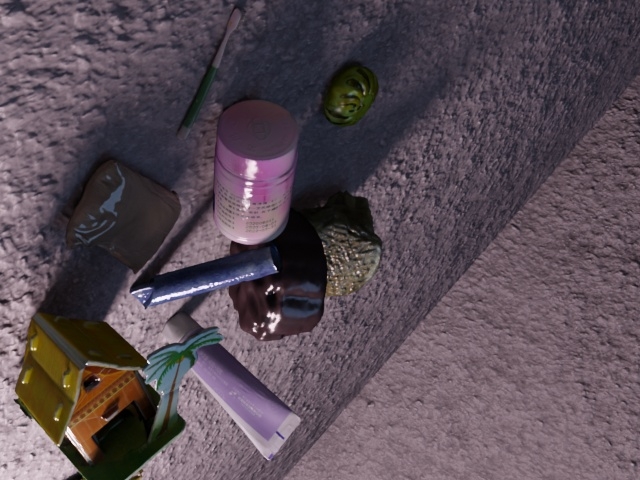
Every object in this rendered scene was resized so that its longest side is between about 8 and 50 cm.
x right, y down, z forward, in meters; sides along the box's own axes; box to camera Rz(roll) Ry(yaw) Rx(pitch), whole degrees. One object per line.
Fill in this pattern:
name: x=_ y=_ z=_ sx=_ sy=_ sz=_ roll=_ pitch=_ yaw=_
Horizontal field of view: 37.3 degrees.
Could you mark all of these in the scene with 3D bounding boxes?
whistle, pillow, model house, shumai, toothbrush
whistle: x=-0.226 y=0.071 z=1.863 sx=0.304 sy=0.062 sz=0.062 roll=-16 pitch=163 yaw=13
pillow: x=-0.335 y=-0.035 z=1.629 sx=0.173 sy=0.067 sz=0.270 roll=-54 pitch=159 yaw=2
model house: x=-0.383 y=0.198 z=1.691 sx=0.340 sy=0.300 sz=0.323 roll=-40 pitch=149 yaw=-20
shumai: x=0.000 y=0.000 z=2.229 sx=0.261 sy=0.222 sz=0.225 roll=-4 pitch=121 yaw=-15
toothbrush: x=-0.182 y=-0.272 z=1.568 sx=0.024 sy=0.018 sz=0.257 roll=-25 pitch=150 yaw=-58

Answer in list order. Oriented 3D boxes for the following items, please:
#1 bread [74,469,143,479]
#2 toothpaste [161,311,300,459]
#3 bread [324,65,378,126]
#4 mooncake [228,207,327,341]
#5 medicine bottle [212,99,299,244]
bread: x=-0.561 y=0.618 z=2.330 sx=0.269 sy=0.087 sz=0.098 roll=-23 pitch=152 yaw=-45
toothpaste: x=-0.203 y=0.305 z=2.059 sx=0.125 sy=0.371 sz=0.080 roll=-54 pitch=157 yaw=17
bread: x=0.063 y=-0.290 z=1.934 sx=0.130 sy=0.071 sz=0.139 roll=-23 pitch=149 yaw=-55
mooncake: x=-0.102 y=0.068 z=1.988 sx=0.141 sy=0.283 sz=0.283 roll=-2 pitch=136 yaw=-29
medicine bottle: x=-0.122 y=-0.123 z=1.760 sx=0.152 sy=0.152 sz=0.254 roll=-35 pitch=156 yaw=-28
